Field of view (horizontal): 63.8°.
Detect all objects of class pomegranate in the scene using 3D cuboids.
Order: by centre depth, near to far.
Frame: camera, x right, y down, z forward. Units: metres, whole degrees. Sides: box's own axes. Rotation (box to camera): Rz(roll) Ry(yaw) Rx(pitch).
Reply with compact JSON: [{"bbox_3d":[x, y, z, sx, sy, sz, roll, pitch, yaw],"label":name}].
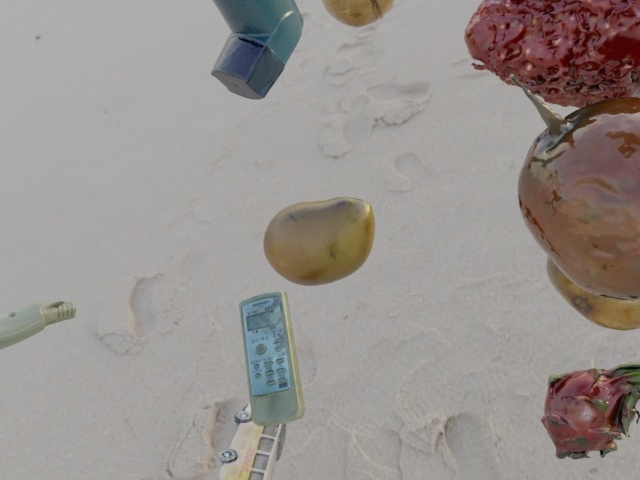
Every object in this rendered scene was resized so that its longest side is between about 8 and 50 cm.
[{"bbox_3d":[0.595,0.050,1.039,0.260,0.261,0.261,-10,44,9],"label":"pomegranate"}]

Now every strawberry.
[{"bbox_3d":[0.236,-0.210,0.476,0.201,0.184,0.187,-7,42,16],"label":"strawberry"}]

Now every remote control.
[{"bbox_3d":[-0.090,0.210,0.928,0.098,0.038,0.234,-16,68,15],"label":"remote control"}]

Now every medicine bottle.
[{"bbox_3d":[-0.103,-0.286,0.549,0.079,0.258,0.124,26,67,41],"label":"medicine bottle"}]

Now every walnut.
[{"bbox_3d":[0.075,-0.545,1.095,0.159,0.159,0.207,-21,50,-2],"label":"walnut"}]

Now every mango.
[{"bbox_3d":[0.000,0.000,1.238,0.317,0.212,0.173,-18,4,39],"label":"mango"}]

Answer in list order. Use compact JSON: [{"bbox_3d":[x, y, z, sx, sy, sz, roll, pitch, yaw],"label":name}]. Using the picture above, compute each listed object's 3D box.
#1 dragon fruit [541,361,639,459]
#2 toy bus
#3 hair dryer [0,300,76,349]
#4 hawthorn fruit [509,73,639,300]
[{"bbox_3d":[0.647,0.397,1.187,0.269,0.198,0.200,-20,71,31],"label":"dragon fruit"},{"bbox_3d":[-0.170,0.525,1.267,0.137,0.097,0.342,7,14,5],"label":"toy bus"},{"bbox_3d":[-0.430,0.170,0.495,0.119,0.298,0.296,34,100,40],"label":"hair dryer"},{"bbox_3d":[0.223,-0.048,0.396,0.149,0.149,0.189,-31,77,-13],"label":"hawthorn fruit"}]
